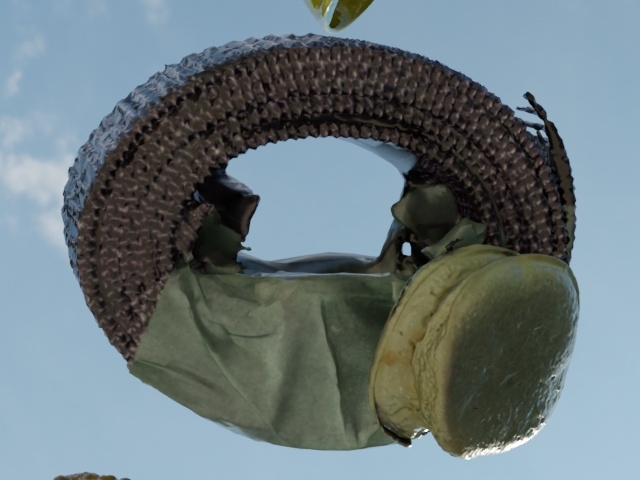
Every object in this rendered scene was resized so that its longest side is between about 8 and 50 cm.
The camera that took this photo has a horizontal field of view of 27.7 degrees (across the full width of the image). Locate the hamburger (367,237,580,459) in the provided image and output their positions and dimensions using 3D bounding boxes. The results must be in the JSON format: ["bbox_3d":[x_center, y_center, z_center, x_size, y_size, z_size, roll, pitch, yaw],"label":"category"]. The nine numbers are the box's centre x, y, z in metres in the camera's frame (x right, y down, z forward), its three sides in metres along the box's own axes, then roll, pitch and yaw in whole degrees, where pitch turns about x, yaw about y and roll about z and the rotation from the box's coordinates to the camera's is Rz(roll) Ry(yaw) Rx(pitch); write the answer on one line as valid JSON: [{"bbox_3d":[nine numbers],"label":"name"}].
[{"bbox_3d":[0.096,0.066,0.778,0.062,0.140,0.133,23,-67,44],"label":"hamburger"}]

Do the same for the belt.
[{"bbox_3d":[0.000,0.000,0.831,0.325,0.122,0.260,6,-79,-18],"label":"belt"}]

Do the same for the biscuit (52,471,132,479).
[{"bbox_3d":[-0.161,0.237,0.753,0.220,0.219,0.033,4,-32,27],"label":"biscuit"}]

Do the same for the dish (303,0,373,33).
[{"bbox_3d":[0.023,-0.260,1.132,0.080,0.208,0.149,38,-71,7],"label":"dish"}]
